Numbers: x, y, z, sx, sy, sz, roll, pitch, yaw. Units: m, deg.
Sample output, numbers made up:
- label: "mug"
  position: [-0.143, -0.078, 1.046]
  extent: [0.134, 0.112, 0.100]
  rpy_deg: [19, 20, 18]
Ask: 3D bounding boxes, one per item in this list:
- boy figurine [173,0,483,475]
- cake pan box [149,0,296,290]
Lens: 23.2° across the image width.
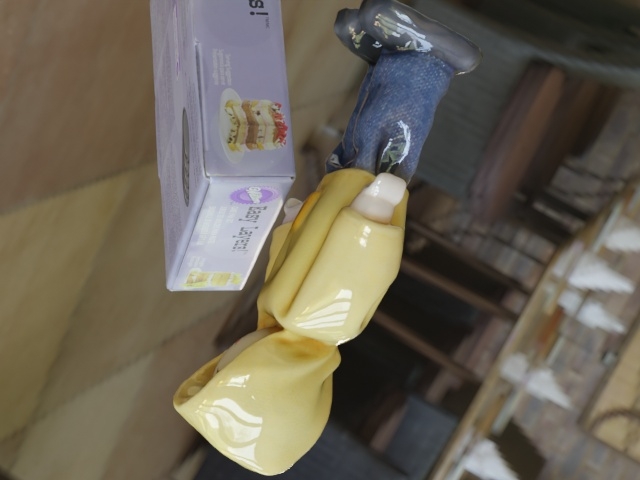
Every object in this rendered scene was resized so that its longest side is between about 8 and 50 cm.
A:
- label: "boy figurine"
  position: [0.000, 0.000, 0.951]
  extent: [0.285, 0.092, 0.177]
  rpy_deg: [-65, -165, -5]
- label: "cake pan box"
  position: [-0.078, -0.121, 1.130]
  extent: [0.246, 0.070, 0.267]
  rpy_deg: [122, -35, -66]
